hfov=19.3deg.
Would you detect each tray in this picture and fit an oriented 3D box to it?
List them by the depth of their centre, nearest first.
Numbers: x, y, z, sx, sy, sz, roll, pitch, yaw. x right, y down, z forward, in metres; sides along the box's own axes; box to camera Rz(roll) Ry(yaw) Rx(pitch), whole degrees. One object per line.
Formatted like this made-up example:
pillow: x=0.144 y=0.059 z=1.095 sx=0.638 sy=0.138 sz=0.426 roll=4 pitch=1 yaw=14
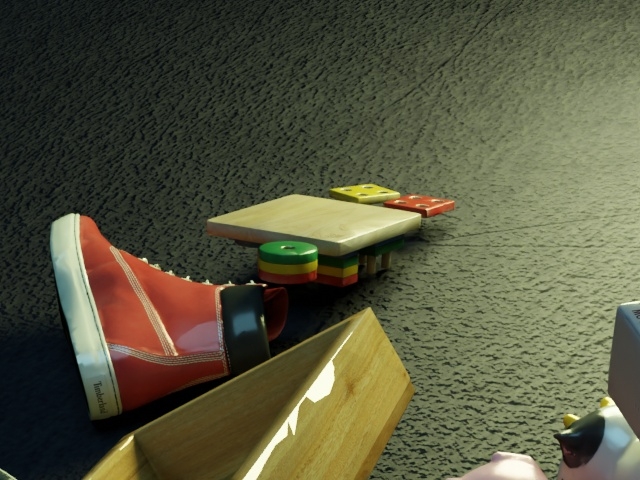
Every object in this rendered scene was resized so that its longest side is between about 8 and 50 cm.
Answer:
tray: x=-0.075 y=0.161 z=1.087 sx=0.202 sy=0.076 sz=0.411 roll=-28 pitch=6 yaw=15

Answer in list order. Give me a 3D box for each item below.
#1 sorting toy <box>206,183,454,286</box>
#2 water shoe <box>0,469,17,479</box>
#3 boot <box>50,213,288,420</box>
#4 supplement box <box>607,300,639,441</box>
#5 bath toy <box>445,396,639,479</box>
sorting toy: x=0.000 y=0.000 z=1.579 sx=0.132 sy=0.046 sz=0.274 roll=10 pitch=16 yaw=32
water shoe: x=-0.258 y=0.190 z=1.301 sx=0.203 sy=0.080 sz=0.073 roll=34 pitch=49 yaw=21
boot: x=-0.124 y=0.044 z=1.522 sx=0.176 sy=0.088 sz=0.244 roll=-14 pitch=34 yaw=-10
supplement box: x=0.305 y=0.080 z=1.099 sx=0.239 sy=0.073 sz=0.130 roll=-9 pitch=36 yaw=-14
bath toy: x=0.138 y=0.172 z=1.129 sx=0.348 sy=0.129 sz=0.151 roll=-23 pitch=-1 yaw=-26
